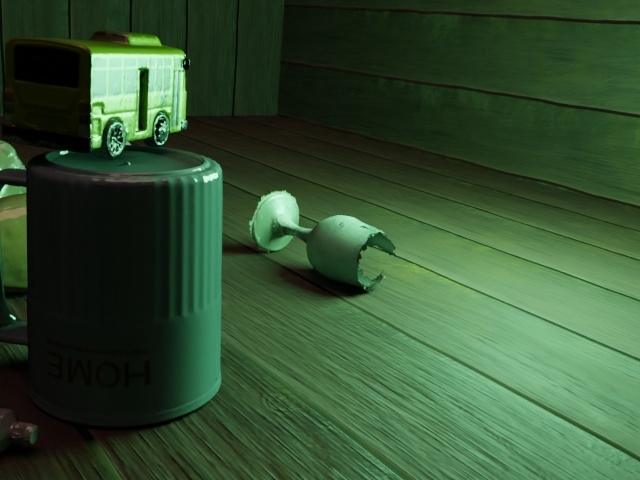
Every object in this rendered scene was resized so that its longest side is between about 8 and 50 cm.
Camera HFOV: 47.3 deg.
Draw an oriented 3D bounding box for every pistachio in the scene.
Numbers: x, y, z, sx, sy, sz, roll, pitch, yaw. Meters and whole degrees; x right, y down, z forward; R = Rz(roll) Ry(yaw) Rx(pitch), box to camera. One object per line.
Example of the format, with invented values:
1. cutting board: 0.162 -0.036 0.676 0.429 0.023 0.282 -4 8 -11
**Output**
1. pistachio: -0.518 0.005 1.301 0.162 0.181 0.293 -30 -14 40

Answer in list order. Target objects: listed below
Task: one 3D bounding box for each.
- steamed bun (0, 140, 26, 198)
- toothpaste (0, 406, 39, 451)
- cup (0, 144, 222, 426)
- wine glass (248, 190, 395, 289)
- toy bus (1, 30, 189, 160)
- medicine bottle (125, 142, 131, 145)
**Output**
1. steamed bun: -0.690 -0.077 1.443 0.218 0.211 0.144 -6 26 -3
2. toothpaste: -0.443 0.208 0.828 0.248 0.047 0.078 4 22 5
3. cup: -0.281 0.035 0.985 0.331 0.311 0.257 17 20 36
4. wine glass: 0.000 0.000 1.500 0.143 0.143 0.321 -11 25 -42
5. toy bus: -0.277 -0.194 0.947 0.128 0.150 0.262 10 16 14
6. medicine bottle: -0.459 -0.100 1.538 0.152 0.152 0.254 0 44 -16
